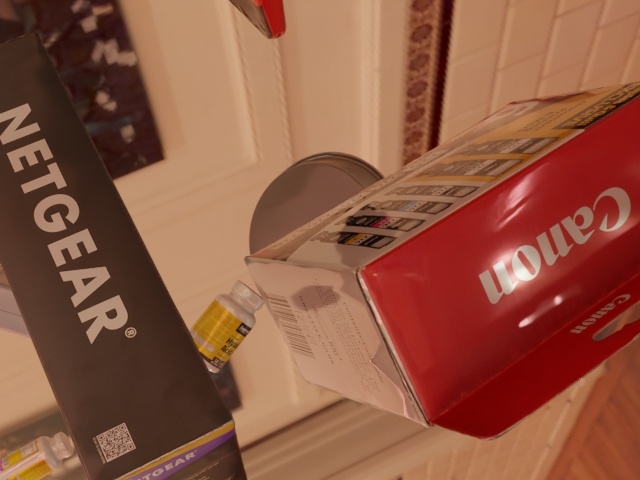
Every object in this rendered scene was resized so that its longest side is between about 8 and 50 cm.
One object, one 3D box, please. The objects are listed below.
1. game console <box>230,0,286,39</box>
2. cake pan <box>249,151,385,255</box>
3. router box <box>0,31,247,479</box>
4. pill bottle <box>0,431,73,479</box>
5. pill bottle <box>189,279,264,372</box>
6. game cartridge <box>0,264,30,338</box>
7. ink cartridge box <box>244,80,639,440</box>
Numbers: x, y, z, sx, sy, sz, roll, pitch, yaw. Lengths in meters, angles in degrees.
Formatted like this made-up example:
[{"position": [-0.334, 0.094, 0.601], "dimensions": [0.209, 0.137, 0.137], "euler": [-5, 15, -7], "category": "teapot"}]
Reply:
[{"position": [-0.194, -0.476, 1.327], "dimensions": [0.386, 0.060, 0.342], "euler": [47, 177, 9], "category": "game console"}, {"position": [0.000, 0.000, 1.545], "dimensions": [0.054, 0.293, 0.293], "euler": [1, -122, -59], "category": "cake pan"}, {"position": [-0.145, 0.055, 0.634], "dimensions": [0.309, 0.081, 0.243], "euler": [58, 164, 29], "category": "router box"}, {"position": [-0.334, 0.258, 1.114], "dimensions": [0.043, 0.083, 0.043], "euler": [61, 175, 8], "category": "pill bottle"}, {"position": [-0.126, 0.111, 1.253], "dimensions": [0.065, 0.116, 0.065], "euler": [38, 177, 2], "category": "pill bottle"}, {"position": [-0.318, 0.050, 1.054], "dimensions": [0.294, 0.196, 0.060], "euler": [-61, -16, -85], "category": "game cartridge"}, {"position": [0.141, -0.001, 0.732], "dimensions": [0.272, 0.309, 0.130], "euler": [3, 121, 64], "category": "ink cartridge box"}]
